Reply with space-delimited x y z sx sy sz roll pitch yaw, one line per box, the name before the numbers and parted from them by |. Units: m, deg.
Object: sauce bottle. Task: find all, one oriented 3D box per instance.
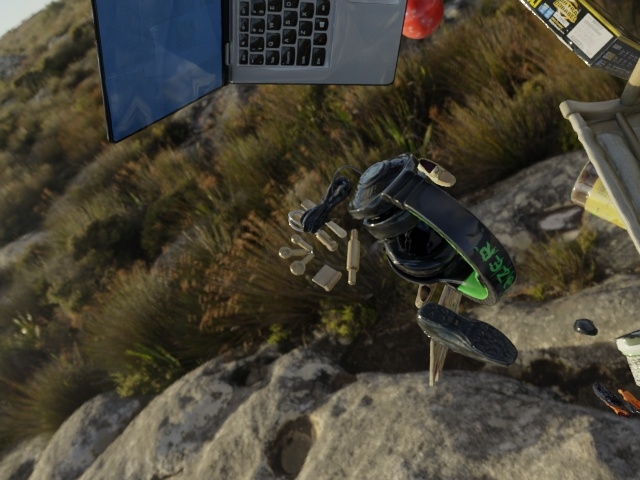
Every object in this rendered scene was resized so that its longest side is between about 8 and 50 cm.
sauce bottle | 0.624 -0.036 0.954 0.111 0.111 0.344 -45 58 -13

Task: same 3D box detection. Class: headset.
headset | 0.119 -0.013 0.862 0.185 0.243 0.394 -45 40 -5

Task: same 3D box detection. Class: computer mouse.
computer mouse | 0.856 0.266 1.742 0.071 0.242 0.041 13 96 26

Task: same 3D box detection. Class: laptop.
laptop | -0.033 -0.329 0.594 0.408 0.382 0.236 -4 34 -17

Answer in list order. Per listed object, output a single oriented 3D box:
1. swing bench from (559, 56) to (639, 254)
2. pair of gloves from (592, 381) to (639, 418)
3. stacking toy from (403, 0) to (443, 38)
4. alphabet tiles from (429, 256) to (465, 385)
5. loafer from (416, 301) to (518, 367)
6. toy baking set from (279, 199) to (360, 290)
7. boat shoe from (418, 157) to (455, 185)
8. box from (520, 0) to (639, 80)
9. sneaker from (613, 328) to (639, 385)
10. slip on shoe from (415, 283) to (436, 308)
swing bench | 0.396 -0.114 0.502 0.165 0.254 0.253 -4 61 -12
pair of gloves | 0.440 0.237 0.786 0.074 0.083 0.010 -106 35 -67
stacking toy | 0.219 -0.514 0.934 0.141 0.141 0.330 39 106 57
alphabet tiles | 0.328 0.185 1.380 0.011 0.285 0.342 11 43 22
loafer | 0.304 0.202 1.136 0.223 0.078 0.076 25 59 33
toy baking set | 0.006 0.003 1.320 0.030 0.197 0.256 117 168 -50
boat shoe | 0.361 -0.215 1.699 0.135 0.045 0.050 32 87 22
box | 0.539 -0.455 1.119 0.257 0.322 0.079 54 128 21
sneaker | 1.026 0.324 1.450 0.158 0.182 0.410 -11 -1 -41
slip on shoe | 0.327 0.145 1.671 0.051 0.041 0.135 22 60 12
